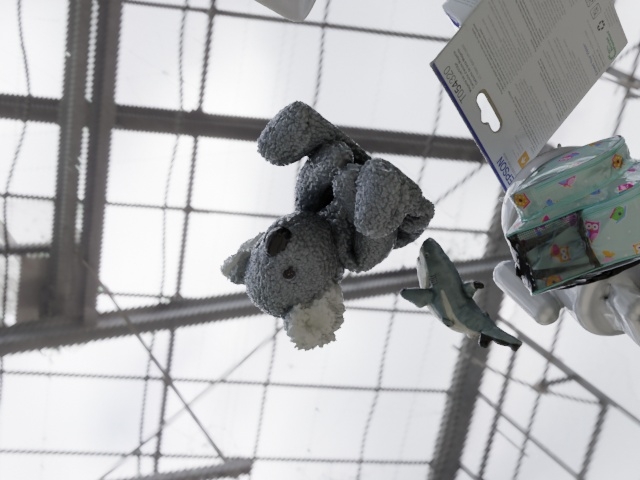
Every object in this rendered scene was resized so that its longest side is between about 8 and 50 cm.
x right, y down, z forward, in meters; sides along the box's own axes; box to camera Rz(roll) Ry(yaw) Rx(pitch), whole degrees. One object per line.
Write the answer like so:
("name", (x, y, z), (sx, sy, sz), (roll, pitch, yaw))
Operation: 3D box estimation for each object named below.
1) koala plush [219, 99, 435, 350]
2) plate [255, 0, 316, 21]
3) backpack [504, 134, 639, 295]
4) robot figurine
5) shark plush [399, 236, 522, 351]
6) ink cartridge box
("koala plush", (0.000, 0.000, 1.234), (0.221, 0.196, 0.203), (-53, -29, 1))
("plate", (-0.081, -0.446, 1.329), (0.278, 0.045, 0.277), (28, -62, -2))
("backpack", (0.308, -0.034, 1.209), (0.166, 0.188, 0.144), (-32, -73, -59))
("robot figurine", (0.394, -0.003, 1.586), (0.300, 0.353, 0.200), (-34, -44, 0))
("shark plush", (0.154, 0.067, 1.218), (0.073, 0.161, 0.067), (10, -62, -39))
("ink cartridge box", (0.302, -0.289, 1.641), (0.330, 0.071, 0.324), (-49, -43, -9))
